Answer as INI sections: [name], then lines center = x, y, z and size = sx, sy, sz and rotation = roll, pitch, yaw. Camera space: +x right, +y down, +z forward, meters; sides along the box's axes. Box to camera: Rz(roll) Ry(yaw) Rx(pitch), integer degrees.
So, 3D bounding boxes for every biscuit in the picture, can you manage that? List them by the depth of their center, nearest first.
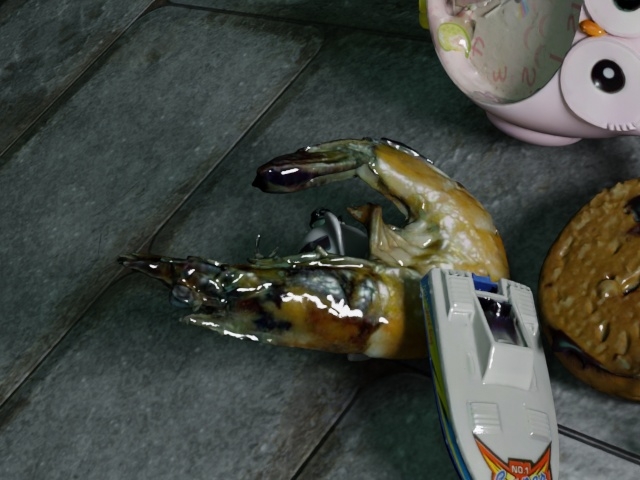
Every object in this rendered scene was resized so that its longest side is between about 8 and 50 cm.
[biscuit]
center = 0.361, 0.041, 1.244
size = 0.296, 0.075, 0.296
rotation = -17, 47, 20

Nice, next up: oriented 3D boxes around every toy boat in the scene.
[toy boat]
center = 0.173, 0.161, 1.207
size = 0.088, 0.129, 0.295
rotation = -52, 35, 46

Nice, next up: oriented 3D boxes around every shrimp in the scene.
[shrimp]
center = 0.000, 0.000, 1.330
size = 0.445, 0.085, 0.272
rotation = 0, 64, -21

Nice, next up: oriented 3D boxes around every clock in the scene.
[clock]
center = 0.324, -0.271, 1.414
size = 0.251, 0.368, 0.377
rotation = -7, 28, -33

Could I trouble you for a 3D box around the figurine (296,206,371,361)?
[figurine]
center = 0.022, 0.046, 1.441
size = 0.126, 0.147, 0.192
rotation = -14, 58, -5
